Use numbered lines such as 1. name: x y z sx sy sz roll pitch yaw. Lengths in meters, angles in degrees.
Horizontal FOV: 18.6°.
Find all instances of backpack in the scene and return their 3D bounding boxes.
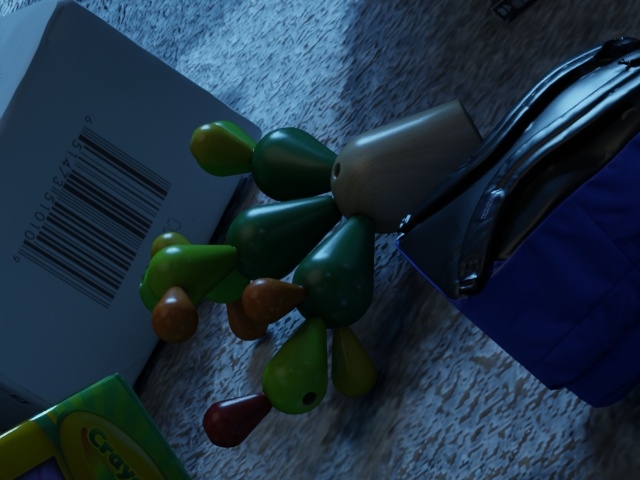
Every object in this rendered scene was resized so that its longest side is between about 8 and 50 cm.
1. backpack: 0.103 -0.009 0.721 0.120 0.101 0.098 -49 26 2

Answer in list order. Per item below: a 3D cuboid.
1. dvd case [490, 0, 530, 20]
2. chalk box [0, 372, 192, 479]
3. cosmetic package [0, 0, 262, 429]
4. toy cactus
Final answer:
1. dvd case: 0.133 -0.172 0.990 0.119 0.013 0.087 -38 29 33
2. chalk box: -0.127 0.178 0.727 0.180 0.179 0.289 -34 -3 36
3. cosmetic package: -0.223 -0.005 1.238 0.385 0.156 0.217 -7 53 57
4. toy cactus: 0.000 0.000 0.930 0.180 0.112 0.219 -29 27 8
